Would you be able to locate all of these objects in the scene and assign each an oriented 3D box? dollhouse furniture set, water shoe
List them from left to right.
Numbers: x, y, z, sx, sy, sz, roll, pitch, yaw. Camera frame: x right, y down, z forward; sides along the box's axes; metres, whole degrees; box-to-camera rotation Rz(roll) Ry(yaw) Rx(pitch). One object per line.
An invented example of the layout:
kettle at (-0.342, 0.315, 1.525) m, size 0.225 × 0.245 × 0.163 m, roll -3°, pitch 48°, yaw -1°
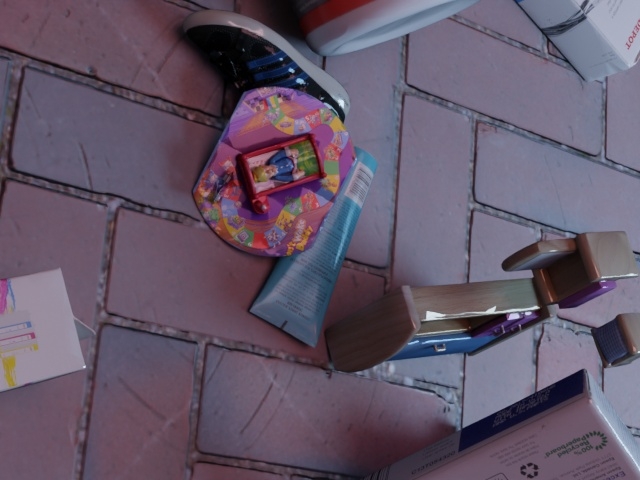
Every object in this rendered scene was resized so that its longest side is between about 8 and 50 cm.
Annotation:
water shoe at (-0.055, -0.158, 1.294) m, size 0.203 × 0.073 × 0.080 m, roll 29°, pitch 68°, yaw -27°
dollhouse furniture set at (0.184, 0.185, 1.255) m, size 0.198 × 0.286 × 0.303 m, roll -4°, pitch 70°, yaw -37°

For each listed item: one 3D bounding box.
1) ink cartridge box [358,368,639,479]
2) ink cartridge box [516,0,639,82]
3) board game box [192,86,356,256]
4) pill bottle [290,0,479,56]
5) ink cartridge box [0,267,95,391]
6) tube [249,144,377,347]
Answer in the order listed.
ink cartridge box at (0.198, 0.326, 1.226) m, size 0.330 × 0.324 × 0.071 m, roll 55°, pitch 21°, yaw -15°
ink cartridge box at (0.330, -0.317, 1.608) m, size 0.190 × 0.082 × 0.140 m, roll 45°, pitch 58°, yaw -21°
board game box at (-0.040, -0.066, 1.260) m, size 0.133 × 0.033 × 0.169 m, roll 28°, pitch 87°, yaw -11°
pill bottle at (0.027, -0.392, 1.322) m, size 0.210 × 0.210 × 0.363 m, roll -21°, pitch 92°, yaw -38°
ink cartridge box at (-0.270, 0.082, 1.066) m, size 0.143 × 0.092 × 0.090 m, roll -13°, pitch 86°, yaw -39°
tube at (0.000, 0.000, 1.316) m, size 0.080 × 0.052 × 0.207 m, roll 29°, pitch 68°, yaw -15°
